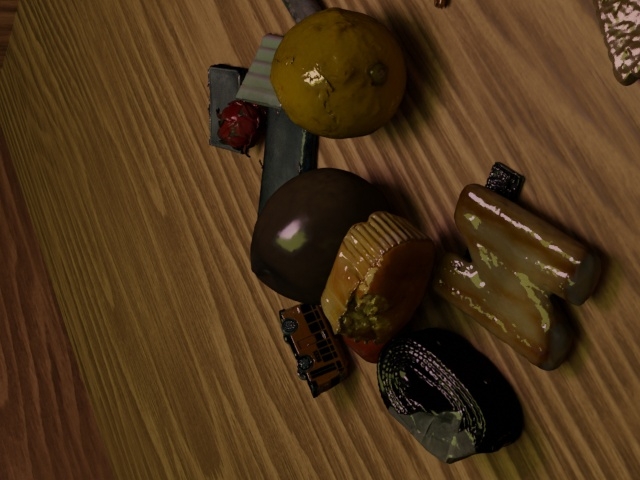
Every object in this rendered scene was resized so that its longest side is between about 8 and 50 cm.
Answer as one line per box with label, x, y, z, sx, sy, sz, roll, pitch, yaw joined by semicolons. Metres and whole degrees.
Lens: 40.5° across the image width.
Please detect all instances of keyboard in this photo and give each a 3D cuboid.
keyboard;0.301;-0.025;1.557;0.072;0.023;0.231;43;129;45

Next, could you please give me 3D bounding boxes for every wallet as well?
wallet;-0.077;-0.178;2.032;0.190;0.046;0.379;23;114;49
wallet;-0.237;-0.342;2.235;0.167;0.036;0.222;19;113;51

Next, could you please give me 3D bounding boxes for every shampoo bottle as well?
shampoo bottle;-0.027;-0.488;1.884;0.214;0.072;0.072;62;140;26

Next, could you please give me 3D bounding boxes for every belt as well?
belt;0.224;0.289;1.606;0.289;0.164;0.184;39;121;41

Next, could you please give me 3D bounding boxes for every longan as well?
longan;0.000;0.000;1.768;0.350;0.288;0.288;-46;60;57

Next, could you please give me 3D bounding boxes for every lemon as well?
lemon;0.033;-0.320;1.679;0.284;0.260;0.261;24;117;34

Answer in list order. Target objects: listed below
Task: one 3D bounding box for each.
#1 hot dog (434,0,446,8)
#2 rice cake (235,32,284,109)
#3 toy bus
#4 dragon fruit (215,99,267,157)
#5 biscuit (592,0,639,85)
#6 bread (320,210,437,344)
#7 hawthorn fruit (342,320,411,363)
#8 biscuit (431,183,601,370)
hot dog;0.220;-0.466;1.584;0.037;0.021;0.083;-139;46;-69
rice cake;-0.103;-0.387;1.986;0.198;0.037;0.189;34;100;49
toy bus;-0.014;0.244;1.969;0.098;0.114;0.201;89;158;-66
dragon fruit;-0.193;-0.284;2.117;0.142;0.121;0.130;-44;38;32
biscuit;0.512;-0.363;1.175;0.325;0.044;0.217;-25;75;53
bread;0.110;0.075;1.602;0.133;0.179;0.250;47;117;40
hawthorn fruit;0.122;0.180;1.761;0.138;0.132;0.133;-24;77;53
biscuit;0.327;0.059;1.479;0.290;0.062;0.237;35;125;37
